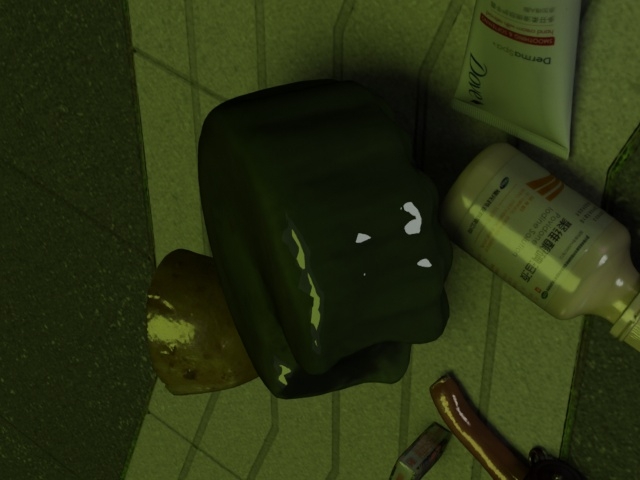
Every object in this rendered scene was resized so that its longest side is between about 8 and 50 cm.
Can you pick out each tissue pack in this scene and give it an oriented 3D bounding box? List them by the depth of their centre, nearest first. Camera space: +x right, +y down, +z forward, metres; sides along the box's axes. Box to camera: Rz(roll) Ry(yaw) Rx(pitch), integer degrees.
[{"bbox_3d":[0.123,0.275,1.387,0.035,0.083,0.063,37,137,19],"label":"tissue pack"}]

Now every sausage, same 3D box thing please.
[{"bbox_3d":[0.194,0.239,1.330,0.177,0.040,0.047,49,153,8],"label":"sausage"}]

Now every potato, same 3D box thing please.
[{"bbox_3d":[-0.119,0.110,1.441,0.158,0.178,0.203,1,105,23],"label":"potato"}]

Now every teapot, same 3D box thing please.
[{"bbox_3d":[0.268,0.279,1.277,0.100,0.068,0.045,-117,31,-43],"label":"teapot"}]

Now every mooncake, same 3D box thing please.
[{"bbox_3d":[0.000,0.000,1.165,0.351,0.187,0.351,162,90,-75],"label":"mooncake"}]

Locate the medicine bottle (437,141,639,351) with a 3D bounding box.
[{"bbox_3d":[0.240,0.016,1.077,0.252,0.114,0.114,38,137,15],"label":"medicine bottle"}]

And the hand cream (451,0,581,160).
[{"bbox_3d":[0.184,-0.190,1.021,0.133,0.083,0.248,29,143,27],"label":"hand cream"}]
